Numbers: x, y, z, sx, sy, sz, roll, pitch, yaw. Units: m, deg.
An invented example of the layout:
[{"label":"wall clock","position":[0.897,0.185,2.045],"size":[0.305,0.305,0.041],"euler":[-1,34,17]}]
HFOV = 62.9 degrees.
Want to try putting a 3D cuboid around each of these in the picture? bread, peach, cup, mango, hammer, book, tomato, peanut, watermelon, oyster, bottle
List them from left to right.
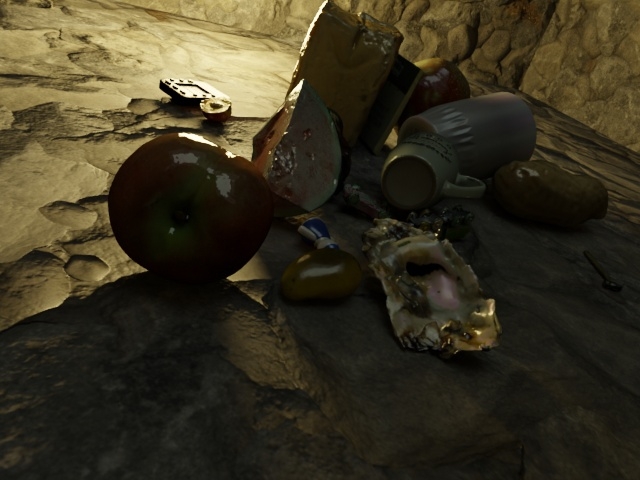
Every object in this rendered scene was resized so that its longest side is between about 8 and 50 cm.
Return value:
[{"label":"peach","position":[-0.205,-0.049,0.844],"size":[0.252,0.252,0.252],"euler":[13,29,-8]},{"label":"peach","position":[-0.300,-0.370,1.506],"size":[0.098,0.061,0.098],"euler":[-3,43,3]},{"label":"watermelon","position":[-0.063,-0.195,1.155],"size":[0.223,0.180,0.305],"euler":[9,63,10]},{"label":"mango","position":[0.001,0.062,0.922],"size":[0.161,0.076,0.103],"euler":[-15,48,-32]},{"label":"bottle","position":[0.004,-0.226,1.327],"size":[0.156,0.143,0.271],"euler":[25,37,-28]},{"label":"bread","position":[0.056,-0.519,1.648],"size":[0.279,0.390,0.371],"euler":[23,27,-7]},{"label":"book","position":[0.211,-0.437,1.666],"size":[0.026,0.289,0.201],"euler":[17,27,-27]},{"label":"tomato","position":[0.345,-0.474,1.774],"size":[0.239,0.303,0.303],"euler":[49,20,-22]},{"label":"oyster","position":[0.195,0.085,0.980],"size":[0.201,0.107,0.355],"euler":[-11,48,-9]},{"label":"cup","position":[0.276,-0.152,1.287],"size":[0.258,0.186,0.234],"euler":[18,22,13]},{"label":"cup","position":[0.433,-0.299,1.565],"size":[0.371,0.253,0.253],"euler":[-14,41,-26]},{"label":"peanut","position":[0.677,-0.138,1.538],"size":[0.387,0.170,0.192],"euler":[12,40,-16]},{"label":"hammer","position":[0.729,0.075,1.358],"size":[0.062,0.017,0.182],"euler":[16,28,-5]}]

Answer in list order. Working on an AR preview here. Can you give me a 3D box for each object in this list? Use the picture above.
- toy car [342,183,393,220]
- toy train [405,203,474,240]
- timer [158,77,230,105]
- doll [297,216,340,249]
[{"label":"toy car","position":[0.110,-0.084,1.249],"size":[0.142,0.055,0.069],"euler":[29,29,-8]},{"label":"toy train","position":[0.278,-0.034,1.236],"size":[0.202,0.081,0.060],"euler":[-11,39,-30]},{"label":"timer","position":[-0.386,-0.445,1.598],"size":[0.144,0.055,0.187],"euler":[37,30,27]},{"label":"doll","position":[0.000,0.000,1.044],"size":[0.098,0.058,0.143],"euler":[20,23,-42]}]
